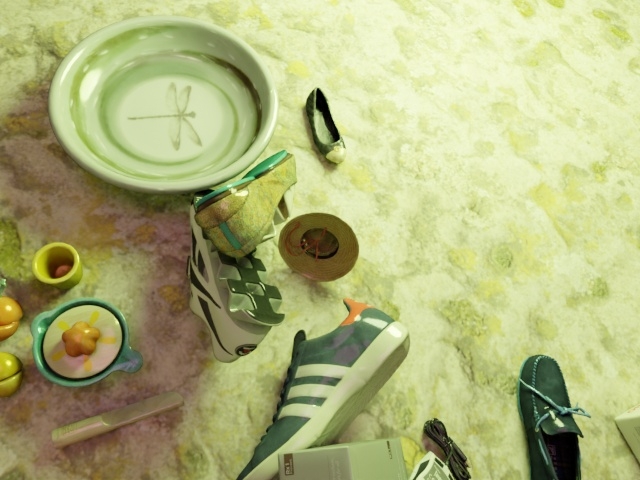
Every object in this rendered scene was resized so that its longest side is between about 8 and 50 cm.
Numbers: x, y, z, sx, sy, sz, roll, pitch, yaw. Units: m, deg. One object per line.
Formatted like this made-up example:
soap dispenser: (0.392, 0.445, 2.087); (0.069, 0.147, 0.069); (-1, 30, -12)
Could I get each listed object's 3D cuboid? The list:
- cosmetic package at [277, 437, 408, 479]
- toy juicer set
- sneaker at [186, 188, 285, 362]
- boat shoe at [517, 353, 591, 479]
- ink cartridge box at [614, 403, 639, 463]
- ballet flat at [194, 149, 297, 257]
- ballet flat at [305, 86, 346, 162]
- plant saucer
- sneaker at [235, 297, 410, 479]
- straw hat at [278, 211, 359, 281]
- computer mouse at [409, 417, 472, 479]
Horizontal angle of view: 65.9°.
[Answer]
cosmetic package: (0.041, 0.335, 0.655); (0.107, 0.238, 0.127); (-14, 69, 17)
toy juicer set: (-0.385, 0.175, 0.731); (0.209, 0.089, 0.329); (-36, 78, -22)
sneaker: (-0.172, 0.048, 0.811); (0.122, 0.146, 0.330); (18, 34, -36)
boat shoe: (0.397, 0.316, 0.813); (0.109, 0.089, 0.258); (2, 66, -10)
ink cartridge box: (0.633, 0.285, 0.790); (0.172, 0.237, 0.100); (-18, 68, -17)
ballet flat: (-0.100, -0.063, 0.820); (0.123, 0.123, 0.348); (25, 22, 1)
ballet flat: (0.008, -0.233, 1.004); (0.057, 0.049, 0.173); (-16, 71, -16)
plant saucer: (-0.281, -0.242, 0.925); (0.400, 0.100, 0.400); (4, 64, -9)
sneaker: (-0.020, 0.235, 0.767); (0.148, 0.131, 0.350); (36, 69, 30)
straw hat: (0.000, 0.000, 0.890); (0.144, 0.144, 0.061); (20, 25, -1)
computer mouse: (0.167, 0.357, 0.738); (0.106, 0.042, 0.193); (55, 31, 9)
